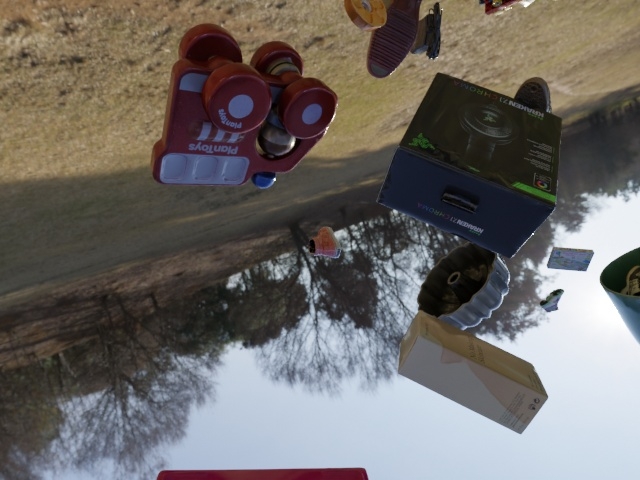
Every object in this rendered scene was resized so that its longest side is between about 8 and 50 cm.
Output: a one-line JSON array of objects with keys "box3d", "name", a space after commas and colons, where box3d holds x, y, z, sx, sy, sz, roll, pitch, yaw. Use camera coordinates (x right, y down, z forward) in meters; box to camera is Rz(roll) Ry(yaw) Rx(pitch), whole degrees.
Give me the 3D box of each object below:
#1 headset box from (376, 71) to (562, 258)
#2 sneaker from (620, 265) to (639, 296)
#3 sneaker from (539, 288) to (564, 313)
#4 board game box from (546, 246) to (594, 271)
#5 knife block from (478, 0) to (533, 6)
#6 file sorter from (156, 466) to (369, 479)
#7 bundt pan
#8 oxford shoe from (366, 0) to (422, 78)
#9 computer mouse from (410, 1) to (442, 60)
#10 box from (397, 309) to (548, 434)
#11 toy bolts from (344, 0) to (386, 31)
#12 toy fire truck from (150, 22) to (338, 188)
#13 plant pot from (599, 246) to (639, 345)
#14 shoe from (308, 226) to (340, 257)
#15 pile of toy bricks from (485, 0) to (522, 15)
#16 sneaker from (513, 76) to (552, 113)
[{"box3d": [0.259, -0.136, 0.704, 0.283, 0.246, 0.131, -58, 169, -37], "name": "headset box"}, {"box3d": [0.664, 0.096, 0.848, 0.032, 0.083, 0.037, 7, -168, -19], "name": "sneaker"}, {"box3d": [0.842, 0.222, 1.450, 0.098, 0.069, 0.038, -41, -163, 10], "name": "sneaker"}, {"box3d": [1.058, 0.080, 1.716, 0.154, 0.103, 0.026, 5, -143, 11], "name": "board game box"}, {"box3d": [0.602, -0.805, 1.190, 0.242, 0.088, 0.276, -5, 166, -42], "name": "knife block"}, {"box3d": [-0.046, 0.344, 0.279, 0.202, 0.182, 0.290, 4, -167, -8], "name": "file sorter"}, {"box3d": [0.485, 0.160, 1.349, 0.331, 0.124, 0.331, -48, -167, 15], "name": "bundt pan"}, {"box3d": [0.211, -0.630, 1.173, 0.123, 0.348, 0.130, 22, -178, -22], "name": "oxford shoe"}, {"box3d": [0.414, -0.784, 1.555, 0.072, 0.188, 0.272, -1, -161, -8], "name": "computer mouse"}, {"box3d": [0.353, 0.309, 0.977, 0.311, 0.121, 0.148, 25, -160, 5], "name": "box"}, {"box3d": [0.122, -0.564, 0.793, 0.228, 0.218, 0.158, -44, -166, -36], "name": "toy bolts"}, {"box3d": [-0.127, -0.202, 0.710, 0.302, 0.169, 0.254, -5, 139, -36], "name": "toy fire truck"}, {"box3d": [0.746, 0.140, 0.772, 0.293, 0.235, 0.293, -27, -176, 2], "name": "plant pot"}, {"box3d": [0.000, 0.000, 1.264, 0.081, 0.063, 0.178, 5, -158, -17], "name": "shoe"}, {"box3d": [0.361, -0.401, 0.590, 0.105, 0.118, 0.212, 7, 175, -42], "name": "pile of toy bricks"}, {"box3d": [0.429, -0.254, 0.811, 0.066, 0.188, 0.071, 24, -114, 35], "name": "sneaker"}]
